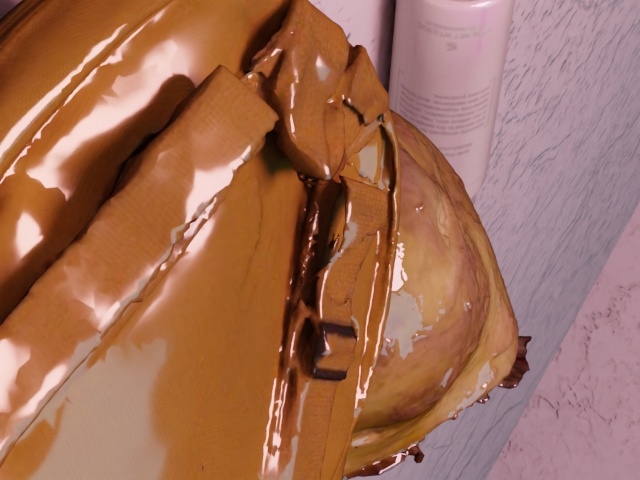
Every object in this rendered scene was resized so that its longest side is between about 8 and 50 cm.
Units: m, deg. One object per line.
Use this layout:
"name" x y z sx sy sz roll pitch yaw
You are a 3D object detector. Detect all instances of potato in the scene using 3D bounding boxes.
"potato" 0.000 0.000 0.952 0.301 0.288 0.237 -31 132 -24

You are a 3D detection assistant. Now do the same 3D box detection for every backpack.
"backpack" -0.103 0.052 0.677 0.378 0.201 0.353 -59 143 -16

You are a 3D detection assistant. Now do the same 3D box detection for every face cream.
"face cream" 0.109 -0.119 1.226 0.102 0.102 0.345 -48 159 -29
